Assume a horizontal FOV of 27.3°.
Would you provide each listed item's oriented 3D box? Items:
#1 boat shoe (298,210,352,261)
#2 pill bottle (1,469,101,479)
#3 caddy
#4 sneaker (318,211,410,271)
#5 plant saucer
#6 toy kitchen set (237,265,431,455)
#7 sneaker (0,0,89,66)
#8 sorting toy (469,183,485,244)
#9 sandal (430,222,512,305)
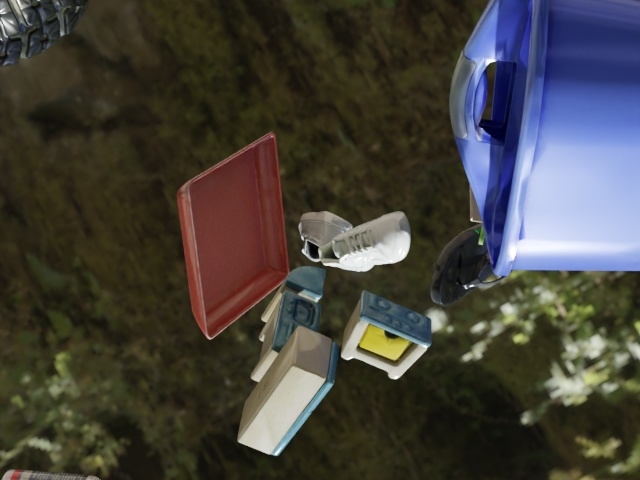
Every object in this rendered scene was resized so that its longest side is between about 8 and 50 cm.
[{"bbox_3d":[0.000,0.000,1.966,0.063,0.066,0.184,-62,-164,-10],"label":"boat shoe"},{"bbox_3d":[-0.355,0.380,1.849,0.180,0.108,0.108,4,175,0],"label":"pill bottle"},{"bbox_3d":[0.199,-0.120,1.115,0.179,0.241,0.341,3,138,2],"label":"caddy"},{"bbox_3d":[0.051,0.007,1.513,0.061,0.054,0.152,-3,165,-30],"label":"sneaker"},{"bbox_3d":[-0.141,-0.014,2.071,0.047,0.258,0.259,6,-156,27],"label":"plant saucer"},{"bbox_3d":[0.032,0.115,1.279,0.122,0.166,0.207,-56,-165,37],"label":"toy kitchen set"},{"bbox_3d":[-0.377,-0.242,1.222,0.330,0.147,0.130,-8,142,-10],"label":"sneaker"},{"bbox_3d":[0.190,-0.035,1.490,0.062,0.083,0.012,7,168,-43],"label":"sorting toy"},{"bbox_3d":[0.264,0.011,1.924,0.254,0.097,0.054,-33,-138,-19],"label":"sandal"}]
